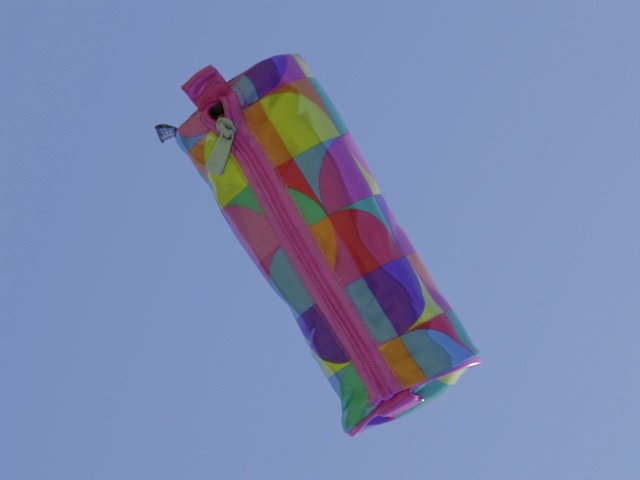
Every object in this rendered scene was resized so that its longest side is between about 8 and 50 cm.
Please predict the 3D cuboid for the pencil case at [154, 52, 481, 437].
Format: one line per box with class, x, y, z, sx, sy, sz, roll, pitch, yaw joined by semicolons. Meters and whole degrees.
pencil case;0.000;0.000;1.187;0.104;0.104;0.236;-34;-95;18
